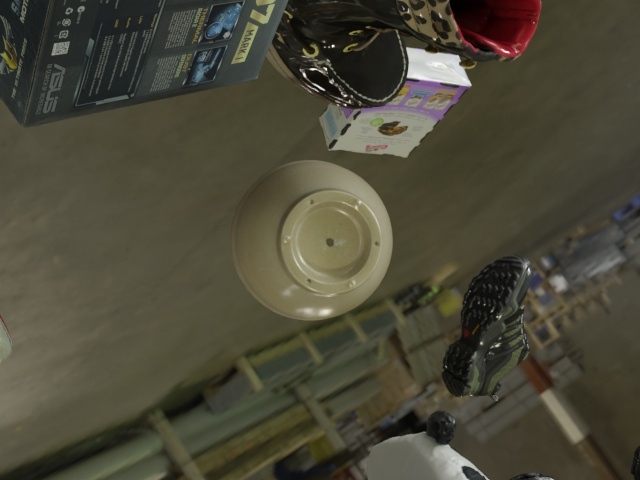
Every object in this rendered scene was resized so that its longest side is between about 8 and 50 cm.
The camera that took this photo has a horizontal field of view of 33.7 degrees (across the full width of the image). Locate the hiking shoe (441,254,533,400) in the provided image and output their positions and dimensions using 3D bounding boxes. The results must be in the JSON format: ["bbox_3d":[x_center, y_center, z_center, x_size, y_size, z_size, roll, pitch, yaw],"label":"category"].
[{"bbox_3d":[0.263,0.128,1.554,0.114,0.086,0.227,14,106,-38],"label":"hiking shoe"}]

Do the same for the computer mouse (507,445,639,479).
[{"bbox_3d":[0.196,0.160,0.696,0.242,0.071,0.041,-12,-154,-1],"label":"computer mouse"}]

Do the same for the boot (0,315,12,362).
[{"bbox_3d":[-0.371,-0.002,1.105,0.088,0.244,0.176,-10,-148,22],"label":"boot"}]

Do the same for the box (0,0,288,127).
[{"bbox_3d":[-0.084,-0.181,0.606,0.183,0.059,0.233,-19,150,-39],"label":"box"}]

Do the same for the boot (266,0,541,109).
[{"bbox_3d":[0.064,-0.218,0.965,0.138,0.284,0.377,-54,142,-15],"label":"boot"}]

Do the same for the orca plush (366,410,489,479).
[{"bbox_3d":[0.142,0.233,0.939,0.102,0.151,0.287,17,161,-20],"label":"orca plush"}]

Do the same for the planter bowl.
[{"bbox_3d":[0.000,0.000,1.016,0.162,0.162,0.109,-32,-173,-10],"label":"planter bowl"}]

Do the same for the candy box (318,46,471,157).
[{"bbox_3d":[0.117,-0.222,1.711,0.164,0.070,0.196,2,147,-33],"label":"candy box"}]
